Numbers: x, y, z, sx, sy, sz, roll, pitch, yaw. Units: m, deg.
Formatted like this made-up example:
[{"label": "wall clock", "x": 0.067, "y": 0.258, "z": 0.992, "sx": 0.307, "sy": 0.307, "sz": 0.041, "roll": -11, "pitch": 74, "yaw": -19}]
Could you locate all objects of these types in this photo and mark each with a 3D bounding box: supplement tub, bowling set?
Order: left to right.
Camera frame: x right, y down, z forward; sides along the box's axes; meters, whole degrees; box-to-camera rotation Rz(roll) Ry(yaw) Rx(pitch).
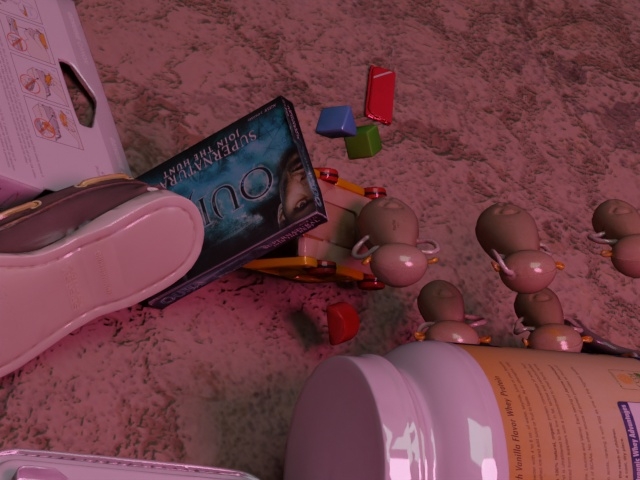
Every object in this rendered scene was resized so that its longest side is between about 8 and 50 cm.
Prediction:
[{"label": "supplement tub", "x": 0.149, "y": 0.200, "z": 1.193, "sx": 0.316, "sy": 0.228, "sz": 0.228, "roll": 7, "pitch": 50, "yaw": -24}, {"label": "bowling set", "x": 0.171, "y": 0.068, "z": 1.312, "sx": 0.287, "sy": 0.200, "sz": 0.154, "roll": -2, "pitch": 20, "yaw": -2}]

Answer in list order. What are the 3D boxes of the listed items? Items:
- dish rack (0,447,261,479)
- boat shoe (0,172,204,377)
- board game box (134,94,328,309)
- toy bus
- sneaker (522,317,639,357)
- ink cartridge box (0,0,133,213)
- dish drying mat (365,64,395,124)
[{"label": "dish rack", "x": -0.137, "y": 0.297, "z": 1.071, "sx": 0.285, "sy": 0.072, "sz": 0.333, "roll": 10, "pitch": 50, "yaw": -22}, {"label": "boat shoe", "x": -0.257, "y": 0.029, "z": 1.214, "sx": 0.324, "sy": 0.116, "sz": 0.097, "roll": -25, "pitch": 35, "yaw": -29}, {"label": "board game box", "x": -0.090, "y": -0.033, "z": 1.302, "sx": 0.026, "sy": 0.186, "sz": 0.126, "roll": 29, "pitch": 38, "yaw": -56}, {"label": "toy bus", "x": -0.006, "y": -0.007, "z": 1.375, "sx": 0.104, "sy": 0.202, "sz": 0.191, "roll": -4, "pitch": 34, "yaw": 29}, {"label": "sneaker", "x": 0.312, "y": 0.171, "z": 1.392, "sx": 0.271, "sy": 0.108, "sz": 0.100, "roll": 31, "pitch": 42, "yaw": -3}, {"label": "ink cartridge box", "x": -0.314, "y": -0.146, "z": 1.363, "sx": 0.261, "sy": 0.066, "sz": 0.296, "roll": 20, "pitch": 40, "yaw": -49}, {"label": "dish drying mat", "x": 0.067, "y": -0.164, "z": 1.620, "sx": 0.032, "sy": 0.008, "sz": 0.083, "roll": 20, "pitch": 46, "yaw": -13}]
